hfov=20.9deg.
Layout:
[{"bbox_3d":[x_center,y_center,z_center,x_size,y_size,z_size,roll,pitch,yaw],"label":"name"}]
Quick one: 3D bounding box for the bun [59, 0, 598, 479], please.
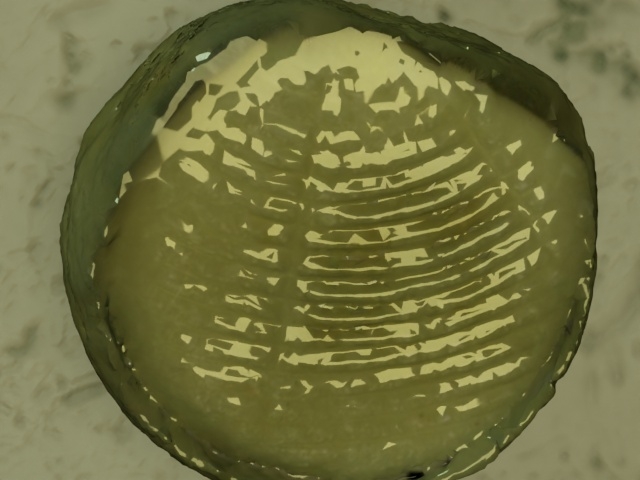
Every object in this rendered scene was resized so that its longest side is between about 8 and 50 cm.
[{"bbox_3d":[0.000,0.000,0.846,0.259,0.152,0.259,-2,108,-7],"label":"bun"}]
